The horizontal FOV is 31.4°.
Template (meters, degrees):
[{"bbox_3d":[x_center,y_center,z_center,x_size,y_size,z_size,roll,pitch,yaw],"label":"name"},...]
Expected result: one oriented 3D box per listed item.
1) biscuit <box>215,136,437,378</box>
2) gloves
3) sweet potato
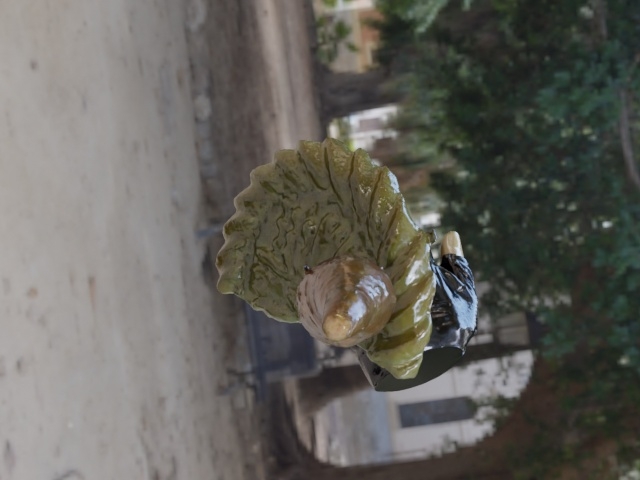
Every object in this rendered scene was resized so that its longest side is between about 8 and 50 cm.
[{"bbox_3d":[0.000,0.000,1.037,0.274,0.036,0.187,19,-77,44],"label":"biscuit"},{"bbox_3d":[0.098,0.060,1.296,0.124,0.164,0.203,53,12,-53],"label":"gloves"},{"bbox_3d":[0.012,0.046,0.837,0.072,0.066,0.314,49,-7,2],"label":"sweet potato"}]
